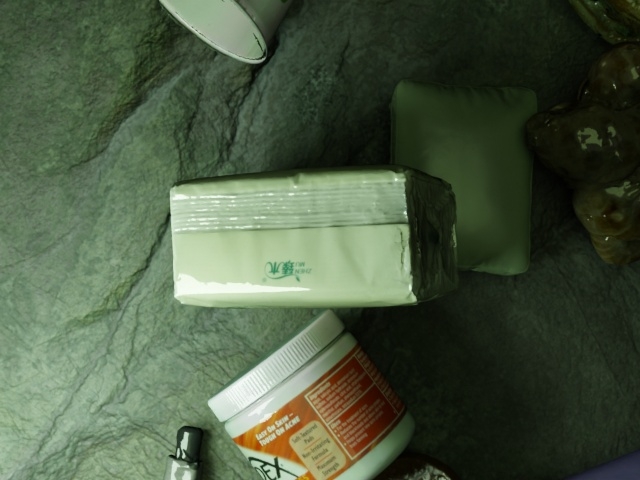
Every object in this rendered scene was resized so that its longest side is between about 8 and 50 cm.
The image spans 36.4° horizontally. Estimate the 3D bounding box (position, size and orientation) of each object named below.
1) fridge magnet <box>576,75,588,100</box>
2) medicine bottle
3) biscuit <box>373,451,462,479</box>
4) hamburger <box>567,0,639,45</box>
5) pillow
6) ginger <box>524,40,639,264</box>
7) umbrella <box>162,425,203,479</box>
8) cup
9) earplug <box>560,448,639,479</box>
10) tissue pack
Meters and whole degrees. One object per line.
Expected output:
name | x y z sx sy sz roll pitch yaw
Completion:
fridge magnet | 0.515 -0.239 1.689 0.143 0.063 0.143 0 87 1
medicine bottle | -0.011 0.273 1.539 0.252 0.252 0.241 -36 88 -4
biscuit | 0.167 0.494 1.589 0.257 0.049 0.273 18 95 27
hamburger | 0.511 -0.448 1.649 0.192 0.167 0.288 -22 88 -5
pillow | 0.235 -0.106 1.640 0.255 0.120 0.323 3 85 -2
ginger | 0.486 -0.127 1.601 0.256 0.176 0.375 -25 114 -4
umbrella | -0.240 0.476 1.606 0.067 0.073 0.338 9 86 -3
cup | -0.121 -0.469 1.601 0.253 0.253 0.274 35 77 0
earplug | 0.497 0.452 1.584 0.455 0.215 0.215 -18 87 0
tissue pack | 0.000 0.000 1.484 0.380 0.297 0.207 -3 87 22
